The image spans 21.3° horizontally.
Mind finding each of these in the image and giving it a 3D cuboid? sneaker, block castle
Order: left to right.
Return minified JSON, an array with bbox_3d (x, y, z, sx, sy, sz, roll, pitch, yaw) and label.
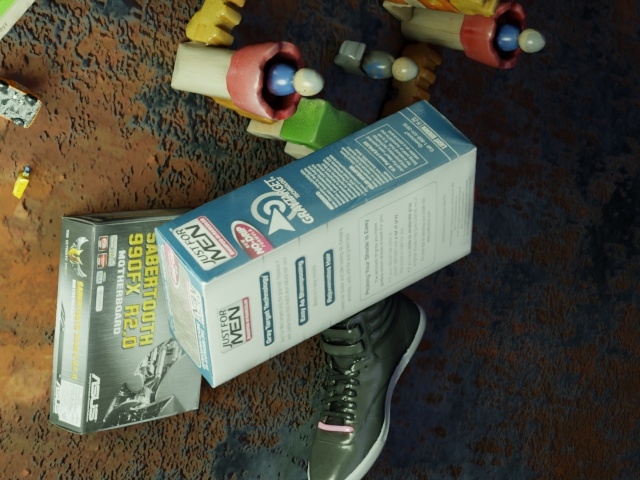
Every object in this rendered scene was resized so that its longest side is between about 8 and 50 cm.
[{"bbox_3d":[0.029,0.171,2.148,0.147,0.104,0.295,48,58,-44],"label":"sneaker"},{"bbox_3d":[0.064,-0.223,1.985,0.453,0.213,0.303,28,78,-50],"label":"block castle"}]

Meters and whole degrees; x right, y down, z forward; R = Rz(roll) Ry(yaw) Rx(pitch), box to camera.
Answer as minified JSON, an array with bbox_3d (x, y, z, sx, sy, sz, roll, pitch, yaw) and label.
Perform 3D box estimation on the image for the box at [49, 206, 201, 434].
[{"bbox_3d":[-0.205,0.084,1.868,0.183,0.056,0.231,-5,105,-49],"label":"box"}]

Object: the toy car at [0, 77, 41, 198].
[{"bbox_3d":[-0.315,-0.108,1.712,0.040,0.060,0.122,-96,-162,-63],"label":"toy car"}]

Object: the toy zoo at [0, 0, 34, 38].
[{"bbox_3d":[-0.377,-0.293,1.572,0.192,0.030,0.293,-55,136,-25],"label":"toy zoo"}]

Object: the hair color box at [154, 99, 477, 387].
[{"bbox_3d":[0.000,0.000,1.847,0.347,0.105,0.174,-27,141,-22],"label":"hair color box"}]
